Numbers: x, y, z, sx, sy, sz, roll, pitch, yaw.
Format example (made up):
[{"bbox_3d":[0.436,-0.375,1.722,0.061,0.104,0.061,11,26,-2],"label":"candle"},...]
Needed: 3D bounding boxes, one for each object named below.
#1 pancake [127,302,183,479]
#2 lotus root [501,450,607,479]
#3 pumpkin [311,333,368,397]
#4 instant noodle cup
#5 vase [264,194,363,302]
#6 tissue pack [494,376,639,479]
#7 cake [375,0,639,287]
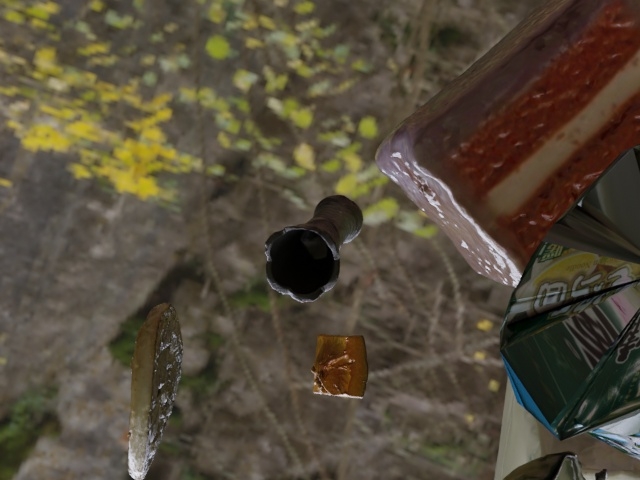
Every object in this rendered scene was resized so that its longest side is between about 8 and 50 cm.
[{"bbox_3d":[-0.147,0.132,1.150,0.028,0.158,0.158,9,-171,4],"label":"pancake"},{"bbox_3d":[0.134,0.240,0.940,0.078,0.183,0.203,13,-141,35],"label":"lotus root"},{"bbox_3d":[0.016,0.134,1.438,0.035,0.073,0.101,16,166,-28],"label":"pumpkin"},{"bbox_3d":[0.265,0.064,0.886,0.178,0.240,0.240,36,-178,-24],"label":"instant noodle cup"},{"bbox_3d":[0.000,0.000,1.903,0.115,0.115,0.237,21,-161,7],"label":"vase"},{"bbox_3d":[0.315,0.274,1.542,0.207,0.380,0.297,2,-139,3],"label":"tissue pack"},{"bbox_3d":[0.247,-0.112,1.424,0.237,0.309,0.230,49,178,-9],"label":"cake"}]
